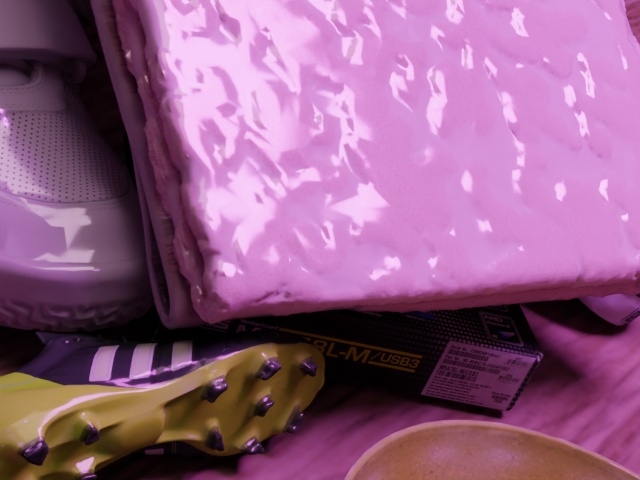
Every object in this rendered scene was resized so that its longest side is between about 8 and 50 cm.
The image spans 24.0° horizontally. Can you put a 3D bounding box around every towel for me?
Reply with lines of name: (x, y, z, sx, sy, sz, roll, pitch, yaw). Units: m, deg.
towel: (0.029, -0.123, 0.718, 0.317, 0.053, 0.332, -4, 73, -37)

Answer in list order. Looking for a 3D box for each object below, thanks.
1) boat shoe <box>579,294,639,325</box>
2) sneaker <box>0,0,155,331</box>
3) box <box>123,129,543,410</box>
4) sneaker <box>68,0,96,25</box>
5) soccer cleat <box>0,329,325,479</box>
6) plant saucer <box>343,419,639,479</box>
boat shoe: (0.108, -0.073, 0.845, 0.267, 0.088, 0.096, 47, 19, 6)
sneaker: (-0.179, -0.131, 0.680, 0.137, 0.210, 0.366, -11, 45, -45)
box: (0.000, 0.000, 0.768, 0.190, 0.045, 0.184, 13, 33, -20)
sneaker: (-0.147, -0.167, 0.827, 0.152, 0.114, 0.305, 6, 7, -17)
soccer cleat: (-0.074, 0.059, 0.610, 0.179, 0.060, 0.072, -9, 35, -42)
plant saucer: (0.105, 0.166, 0.576, 0.241, 0.037, 0.241, 22, 28, -13)
